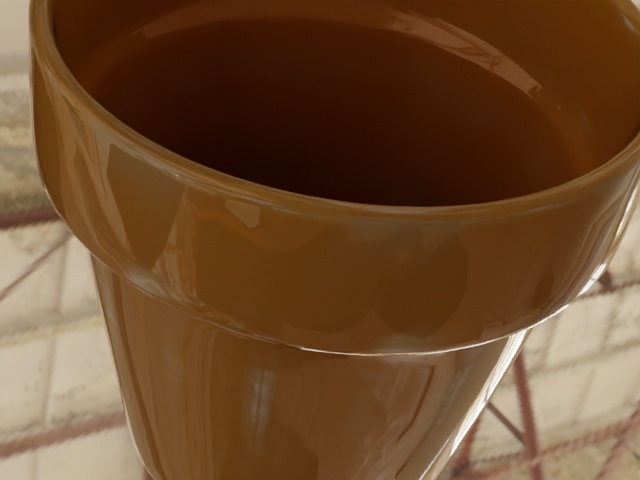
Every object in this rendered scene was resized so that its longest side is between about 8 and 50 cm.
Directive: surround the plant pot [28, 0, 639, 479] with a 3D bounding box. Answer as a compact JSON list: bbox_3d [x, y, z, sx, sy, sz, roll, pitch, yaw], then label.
[{"bbox_3d":[0.000,0.000,0.509,0.205,0.205,0.188,-20,-43,-31],"label":"plant pot"}]
